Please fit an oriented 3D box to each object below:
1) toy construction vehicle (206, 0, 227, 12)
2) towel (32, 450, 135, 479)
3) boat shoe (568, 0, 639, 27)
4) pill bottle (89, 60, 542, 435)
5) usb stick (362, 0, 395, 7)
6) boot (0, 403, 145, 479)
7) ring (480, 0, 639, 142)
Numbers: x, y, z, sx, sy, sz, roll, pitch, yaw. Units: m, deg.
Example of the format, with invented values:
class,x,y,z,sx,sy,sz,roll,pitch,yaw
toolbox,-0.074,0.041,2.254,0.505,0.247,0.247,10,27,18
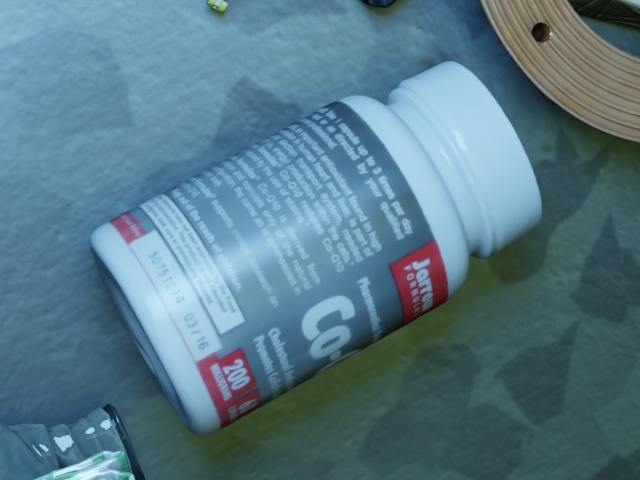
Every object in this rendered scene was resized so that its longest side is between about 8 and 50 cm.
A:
class,x,y,z,sx,sy,sz,roll,pitch,yaw
toy construction vehicle,-0.074,-0.221,1.200,0.086,0.035,0.098,35,87,-17
towel,-0.259,0.265,1.129,0.325,0.038,0.248,-21,145,-11
boat shoe,0.235,-0.195,1.285,0.170,0.063,0.059,14,82,-19
pill bottle,0.000,0.000,1.184,0.283,0.161,0.161,-29,104,-11
usb stick,0.121,-0.275,1.245,0.278,0.045,0.077,-39,105,-8
boot,-0.214,0.141,1.194,0.161,0.083,0.246,-17,107,-21
ring,0.251,-0.236,1.239,0.337,0.032,0.336,-1,93,-19
